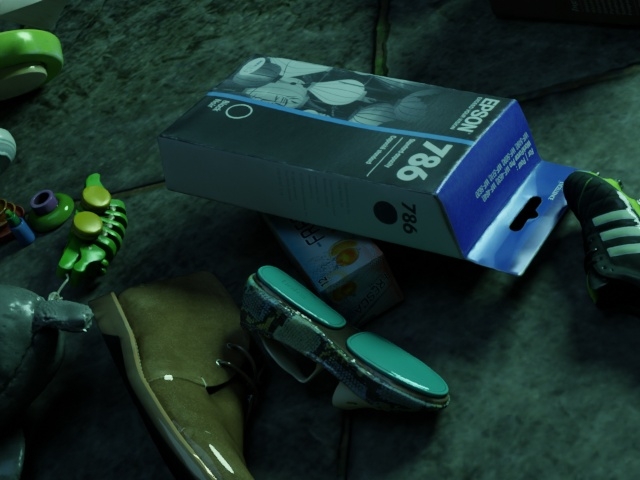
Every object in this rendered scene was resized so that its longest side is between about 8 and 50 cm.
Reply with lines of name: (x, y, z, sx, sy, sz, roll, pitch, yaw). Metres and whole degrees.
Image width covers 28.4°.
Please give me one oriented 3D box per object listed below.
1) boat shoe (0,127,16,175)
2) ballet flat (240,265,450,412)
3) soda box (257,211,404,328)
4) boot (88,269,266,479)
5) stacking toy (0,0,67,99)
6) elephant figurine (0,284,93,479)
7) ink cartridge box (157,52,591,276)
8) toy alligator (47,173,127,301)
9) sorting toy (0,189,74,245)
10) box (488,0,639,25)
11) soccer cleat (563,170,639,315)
boat shoe: (-0.417, -0.034, 1.353, 0.227, 0.079, 0.081, -32, 62, -8)
ballet flat: (0.013, 0.091, 0.970, 0.188, 0.070, 0.070, 35, 67, 26)
soda box: (0.000, 0.000, 1.082, 0.063, 0.058, 0.183, -31, 39, -5)
boot: (-0.088, 0.114, 0.981, 0.115, 0.112, 0.305, -23, 36, -11)
stacking toy: (-0.394, -0.154, 1.366, 0.279, 0.309, 0.130, -15, 79, -21)
elephant figurine: (-0.315, 0.153, 1.047, 0.169, 0.186, 0.239, 24, 65, -1)
ink cartridge box: (0.044, -0.074, 1.063, 0.333, 0.065, 0.165, 14, 39, 25)
toy alligator: (-0.217, 0.009, 1.204, 0.051, 0.056, 0.189, 17, 44, -10)
sorting toy: (-0.307, -0.029, 1.299, 0.102, 0.042, 0.061, -18, 40, 11)
box: (0.263, -0.319, 1.193, 0.203, 0.167, 0.168, 13, 54, 38)
soccer cleat: (0.221, 0.008, 0.950, 0.072, 0.060, 0.179, -31, 42, -2)
